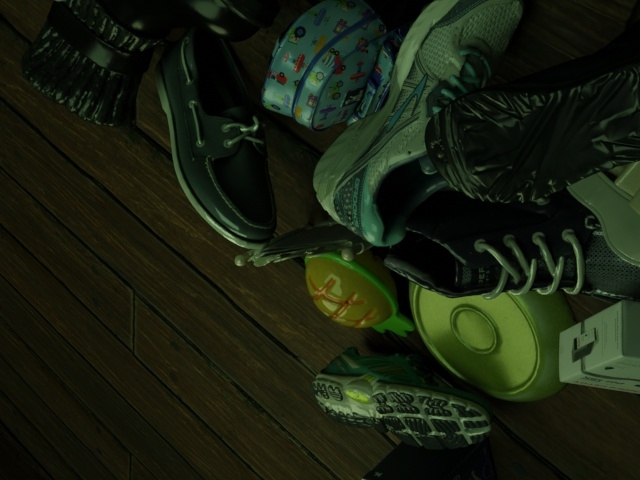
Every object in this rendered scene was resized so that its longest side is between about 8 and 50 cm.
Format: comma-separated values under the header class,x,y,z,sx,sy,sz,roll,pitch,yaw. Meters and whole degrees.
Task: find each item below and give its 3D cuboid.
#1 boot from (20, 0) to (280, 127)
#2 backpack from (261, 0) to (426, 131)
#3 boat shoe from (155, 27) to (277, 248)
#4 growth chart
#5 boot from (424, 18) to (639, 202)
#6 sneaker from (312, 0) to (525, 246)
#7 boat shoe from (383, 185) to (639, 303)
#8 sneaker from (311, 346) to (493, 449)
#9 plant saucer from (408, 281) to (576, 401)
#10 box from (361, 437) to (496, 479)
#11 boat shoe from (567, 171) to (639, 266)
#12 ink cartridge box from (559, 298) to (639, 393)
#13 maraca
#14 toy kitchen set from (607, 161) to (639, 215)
class,x,y,z,sx,sy,sz,roll,pitch,yaw
boot,-0.216,-0.247,1.095,0.348,0.131,0.260,37,106,37
backpack,0.028,-0.183,0.934,0.117,0.173,0.158,45,141,15
boat shoe,-0.126,-0.141,1.146,0.099,0.116,0.319,-44,59,40
growth chart,0.000,0.000,1.112,0.237,0.172,0.021,-5,105,48
boot,0.232,-0.122,0.716,0.246,0.207,0.094,-12,107,47
sneaker,0.115,-0.112,0.852,0.283,0.110,0.122,-56,38,16
boat shoe,0.217,0.020,0.883,0.340,0.158,0.127,18,129,40
sneaker,0.108,0.193,1.179,0.275,0.110,0.107,8,135,42
plant saucer,0.194,0.100,1.073,0.241,0.037,0.241,28,135,33
box,0.161,0.375,1.219,0.108,0.153,0.207,9,124,45
boat shoe,0.269,-0.023,0.805,0.046,0.038,0.125,-53,47,22
ink cartridge box,0.305,0.107,0.867,0.099,0.056,0.135,9,160,-7
maraca,0.051,0.071,1.168,0.127,0.099,0.186,9,149,48
toy kitchen set,0.365,-0.038,0.739,0.207,0.166,0.122,32,110,-7
